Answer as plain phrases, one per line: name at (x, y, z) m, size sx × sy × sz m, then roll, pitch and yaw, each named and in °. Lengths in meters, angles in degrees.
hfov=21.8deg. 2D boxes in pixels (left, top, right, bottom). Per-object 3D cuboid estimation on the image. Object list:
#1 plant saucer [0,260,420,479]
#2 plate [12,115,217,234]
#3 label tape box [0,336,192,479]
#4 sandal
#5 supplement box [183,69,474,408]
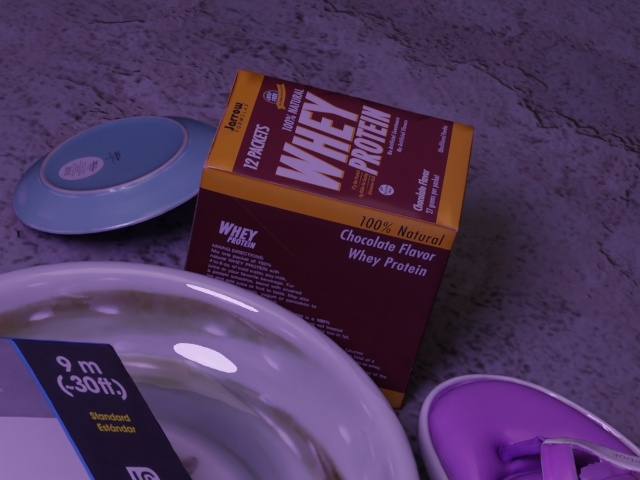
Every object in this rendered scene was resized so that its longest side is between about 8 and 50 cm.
plant saucer at (-0.135, 0.181, 1.118) m, size 0.400 × 0.101 × 0.400 m, roll 8°, pitch 41°, yaw -7°
plate at (-0.170, -0.064, 1.390) m, size 0.188 × 0.024 × 0.188 m, roll -10°, pitch 31°, yaw 6°
label tape box at (-0.206, 0.125, 0.924) m, size 0.240 × 0.106 × 0.334 m, roll 8°, pitch 38°, yaw -49°
sandal at (0.232, 0.219, 1.176) m, size 0.169 × 0.102 × 0.416 m, roll -18°, pitch 50°, yaw -32°
supplement box at (0.000, 0.000, 1.290) m, size 0.191 × 0.194 × 0.129 m, roll 14°, pitch 41°, yaw 0°
